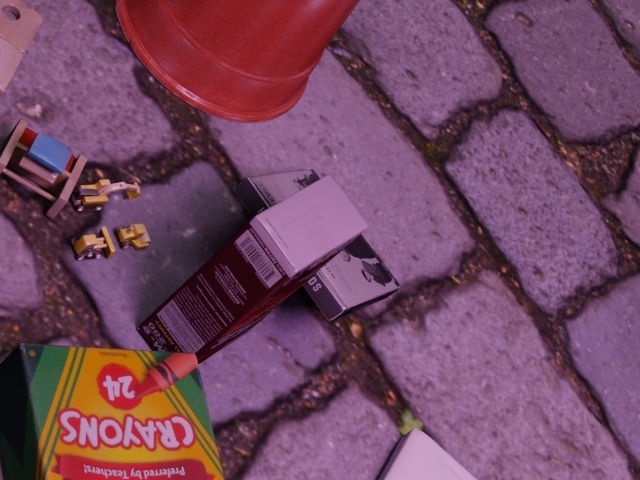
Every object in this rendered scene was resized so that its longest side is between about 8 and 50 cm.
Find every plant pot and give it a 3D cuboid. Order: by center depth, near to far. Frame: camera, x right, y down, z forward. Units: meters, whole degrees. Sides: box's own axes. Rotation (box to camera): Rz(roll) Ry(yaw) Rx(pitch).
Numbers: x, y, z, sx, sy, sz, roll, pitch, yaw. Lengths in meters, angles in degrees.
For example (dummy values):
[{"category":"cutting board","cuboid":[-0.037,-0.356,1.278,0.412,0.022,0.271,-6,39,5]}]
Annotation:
[{"category":"plant pot","cuboid":[-0.060,-0.324,2.174,0.272,0.265,0.272,20,49,-25]}]

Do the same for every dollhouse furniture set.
[{"category":"dollhouse furniture set","cuboid":[-0.311,-0.145,1.945,0.184,0.129,0.129,32,45,-14]}]

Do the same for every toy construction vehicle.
[{"category":"toy construction vehicle","cuboid":[-0.226,-0.024,1.992,0.098,0.035,0.086,-3,62,-40]}]

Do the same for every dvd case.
[{"category":"dvd case","cuboid":[0.000,0.000,2.083,0.179,0.029,0.239,54,16,7]}]

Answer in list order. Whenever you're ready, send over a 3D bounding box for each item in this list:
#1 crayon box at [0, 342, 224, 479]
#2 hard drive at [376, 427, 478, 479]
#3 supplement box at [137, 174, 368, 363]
[{"category":"crayon box","cuboid":[-0.189,0.258,1.783,0.202,0.081,0.318,5,57,-36]},{"category":"hard drive","cuboid":[0.112,0.370,1.962,0.210,0.040,0.318,42,41,-6]},{"category":"supplement box","cuboid":[-0.072,0.039,1.918,0.073,0.239,0.130,54,44,5]}]
